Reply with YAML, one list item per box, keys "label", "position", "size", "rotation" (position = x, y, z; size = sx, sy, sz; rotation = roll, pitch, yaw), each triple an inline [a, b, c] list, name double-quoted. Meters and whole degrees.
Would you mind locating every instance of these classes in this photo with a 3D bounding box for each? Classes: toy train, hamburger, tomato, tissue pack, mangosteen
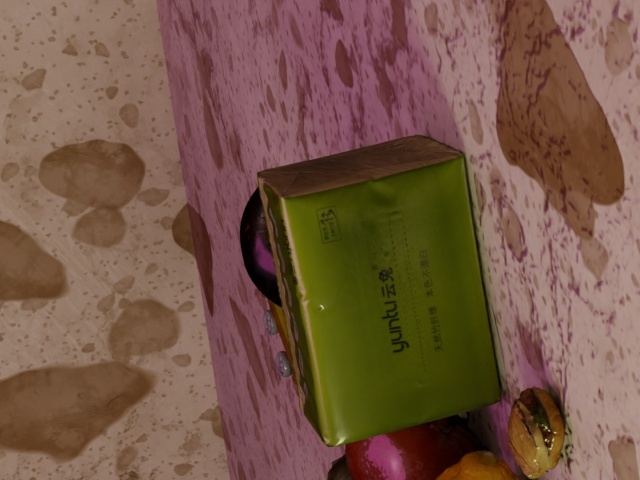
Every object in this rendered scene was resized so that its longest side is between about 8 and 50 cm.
- label: "toy train"
  position: [-0.023, 0.128, 2.396]
  size: [0.127, 0.089, 0.219]
  rotation: [111, 146, -52]
- label: "hamburger"
  position: [0.208, 0.184, 1.510]
  size: [0.083, 0.044, 0.076]
  rotation: [88, 161, -51]
- label: "tomato"
  position: [0.104, 0.245, 1.776]
  size: [0.167, 0.167, 0.167]
  rotation: [166, 90, -78]
- label: "tissue pack"
  position: [0.060, 0.050, 1.656]
  size: [0.167, 0.200, 0.275]
  rotation: [-140, 38, -72]
- label: "mangosteen"
  position: [0.000, 0.000, 1.966]
  size: [0.217, 0.192, 0.192]
  rotation: [26, -133, -74]

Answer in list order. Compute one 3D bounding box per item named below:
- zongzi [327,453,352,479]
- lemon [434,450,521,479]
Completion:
- label: "zongzi"
  position: [0.077, 0.358, 2.049]
  size: [0.204, 0.094, 0.205]
  rotation: [-52, 49, 37]
- label: "lemon"
  position: [0.164, 0.305, 1.626]
  size: [0.142, 0.142, 0.187]
  rotation: [-129, 43, -63]
